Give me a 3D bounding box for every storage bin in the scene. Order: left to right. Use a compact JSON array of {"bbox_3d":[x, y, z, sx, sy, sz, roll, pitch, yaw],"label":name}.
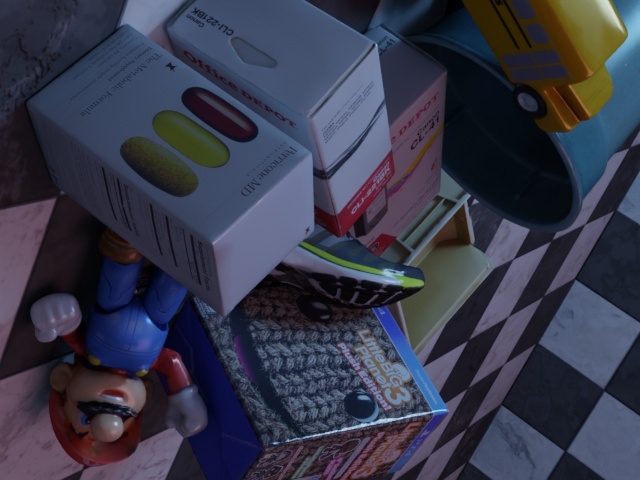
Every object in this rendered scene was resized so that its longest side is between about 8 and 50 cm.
[{"bbox_3d":[0.177,0.024,2.043,0.260,0.123,0.262,-46,148,-19],"label":"storage bin"}]

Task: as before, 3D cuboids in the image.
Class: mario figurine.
[{"bbox_3d":[-0.222,0.141,1.362,0.170,0.198,0.321,-33,150,-58],"label":"mario figurine"}]

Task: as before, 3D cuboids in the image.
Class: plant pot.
[{"bbox_3d":[0.330,-0.247,1.651,0.334,0.341,0.341,-43,156,-15],"label":"plant pot"}]

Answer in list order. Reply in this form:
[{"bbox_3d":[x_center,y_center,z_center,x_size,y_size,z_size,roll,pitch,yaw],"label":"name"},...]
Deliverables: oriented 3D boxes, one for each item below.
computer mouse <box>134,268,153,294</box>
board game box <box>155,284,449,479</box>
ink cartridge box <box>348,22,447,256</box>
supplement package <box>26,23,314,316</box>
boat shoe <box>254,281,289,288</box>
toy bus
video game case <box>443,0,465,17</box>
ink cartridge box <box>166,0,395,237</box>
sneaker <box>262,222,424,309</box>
[{"bbox_3d":[-0.178,-0.015,1.421,0.106,0.042,0.193,-11,138,-54],"label":"computer mouse"},{"bbox_3d":[-0.027,0.187,1.524,0.291,0.232,0.141,-5,142,-38],"label":"board game box"},{"bbox_3d":[0.057,-0.108,1.643,0.226,0.131,0.306,-45,158,-19],"label":"ink cartridge box"},{"bbox_3d":[-0.139,-0.069,1.141,0.139,0.244,0.134,-45,157,-24],"label":"supplement package"},{"bbox_3d":[-0.073,0.090,1.681,0.121,0.119,0.335,-51,158,-7],"label":"boat shoe"},{"bbox_3d":[0.241,-0.282,1.357,0.108,0.130,0.333,-45,113,-23],"label":"toy bus"},{"bbox_3d":[0.257,-0.325,1.780,0.196,0.026,0.274,-20,136,-32],"label":"video game case"},{"bbox_3d":[-0.035,-0.148,1.302,0.114,0.197,0.273,-50,159,-14],"label":"ink cartridge box"},{"bbox_3d":[0.000,0.000,1.506,0.111,0.299,0.121,142,-37,-60],"label":"sneaker"}]
